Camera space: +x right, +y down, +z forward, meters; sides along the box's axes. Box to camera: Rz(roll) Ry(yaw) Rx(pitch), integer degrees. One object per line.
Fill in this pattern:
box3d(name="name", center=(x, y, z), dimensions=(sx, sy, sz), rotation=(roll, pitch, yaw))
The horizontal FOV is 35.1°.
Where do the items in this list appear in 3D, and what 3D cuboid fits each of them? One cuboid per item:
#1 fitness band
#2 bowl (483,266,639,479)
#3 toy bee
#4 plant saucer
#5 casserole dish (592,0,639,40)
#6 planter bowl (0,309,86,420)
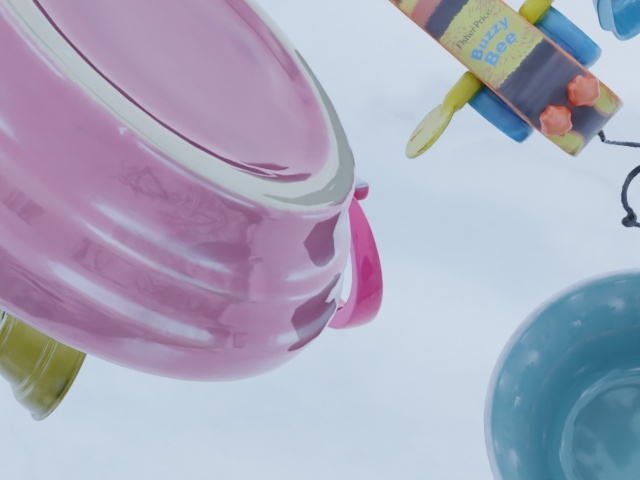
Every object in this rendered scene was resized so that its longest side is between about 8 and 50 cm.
box3d(name="fitness band", center=(0.000, 0.000, 1.358), dimensions=(0.054, 0.291, 0.209), rotation=(-7, 113, -26))
box3d(name="bowl", center=(0.327, 0.200, 1.003), dimensions=(0.312, 0.163, 0.311), rotation=(-7, 63, 14))
box3d(name="toy bee", center=(0.158, -0.127, 0.718), dimensions=(0.298, 0.162, 0.195), rotation=(21, 101, 12))
box3d(name="plant saucer", center=(-0.099, -0.085, 0.520), dimensions=(0.332, 0.332, 0.084), rotation=(47, 114, 2))
box3d(name="casserole dish", center=(0.263, -0.236, 0.762), dimensions=(0.188, 0.114, 0.037), rotation=(-44, 54, -7))
box3d(name="planter bowl", center=(-0.349, 0.102, 1.229), dimensions=(0.090, 0.217, 0.217), rotation=(23, 75, -26))
